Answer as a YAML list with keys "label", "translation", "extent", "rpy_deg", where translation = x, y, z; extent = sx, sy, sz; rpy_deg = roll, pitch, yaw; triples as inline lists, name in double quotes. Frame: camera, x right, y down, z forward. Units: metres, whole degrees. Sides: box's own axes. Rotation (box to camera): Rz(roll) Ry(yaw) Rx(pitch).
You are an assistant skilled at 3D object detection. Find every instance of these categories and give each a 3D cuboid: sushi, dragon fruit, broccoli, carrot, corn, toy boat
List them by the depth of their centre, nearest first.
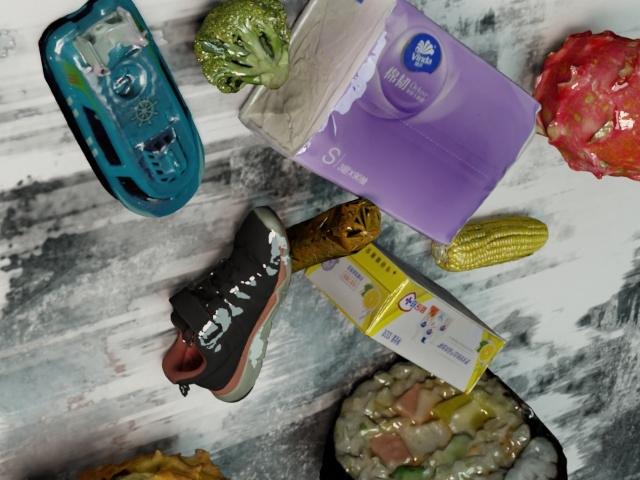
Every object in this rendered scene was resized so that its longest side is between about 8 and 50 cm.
- label: "toy boat"
  translation: [-0.207, -0.136, 1.604]
  extent: [0.134, 0.092, 0.299]
  rpy_deg: [-39, 133, -16]
- label: "broccoli"
  translation: [-0.085, -0.225, 1.619]
  extent: [0.130, 0.120, 0.131]
  rpy_deg: [-37, 158, -23]
- label: "carrot"
  translation: [0.000, -0.001, 1.775]
  extent: [0.069, 0.229, 0.069]
  rpy_deg: [10, 72, -31]
- label: "dragon fruit"
  translation: [0.421, -0.178, 1.944]
  extent: [0.205, 0.268, 0.210]
  rpy_deg: [-44, 165, -10]
- label: "corn"
  translation: [0.251, 0.004, 2.055]
  extent: [0.203, 0.072, 0.072]
  rpy_deg: [-10, 122, -34]
- label: "sushi"
  translation: [0.183, 0.367, 2.062]
  extent: [0.329, 0.328, 0.285]
  rpy_deg: [-33, 143, -19]

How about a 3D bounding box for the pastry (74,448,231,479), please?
- label: "pastry"
  translation: [-0.271, 0.456, 1.783]
  extent: [0.337, 0.292, 0.405]
  rpy_deg: [22, 97, -43]

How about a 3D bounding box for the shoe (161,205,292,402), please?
- label: "shoe"
  translation: [-0.130, 0.080, 1.789]
  extent: [0.137, 0.114, 0.291]
  rpy_deg: [4, 118, -33]

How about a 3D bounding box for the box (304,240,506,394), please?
- label: "box"
  translation: [0.121, 0.096, 1.948]
  extent: [0.097, 0.168, 0.265]
  rpy_deg: [-52, 136, 6]

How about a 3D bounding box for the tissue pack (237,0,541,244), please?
- label: "tissue pack"
  translation: [0.101, -0.161, 1.772]
  extent: [0.338, 0.160, 0.242]
  rpy_deg: [27, 99, -43]
